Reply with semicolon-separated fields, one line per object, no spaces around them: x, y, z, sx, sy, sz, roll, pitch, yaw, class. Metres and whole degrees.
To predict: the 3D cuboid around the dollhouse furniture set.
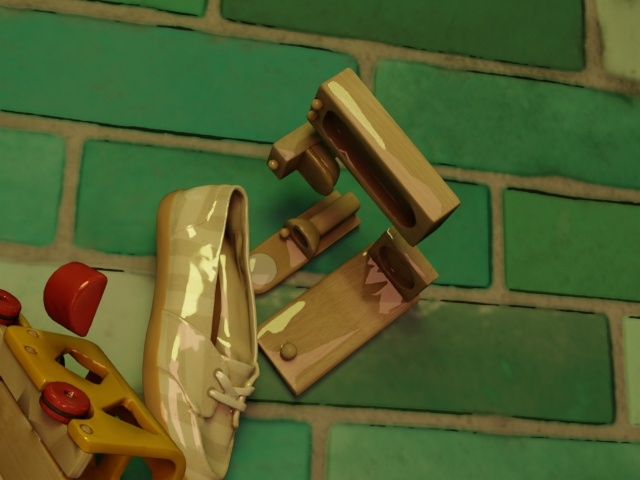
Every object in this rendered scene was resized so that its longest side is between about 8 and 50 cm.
0.000;0.000;0.656;0.123;0.151;0.144;-36;82;-21;dollhouse furniture set

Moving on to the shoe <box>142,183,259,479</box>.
-0.076;0.062;0.651;0.058;0.076;0.219;-11;70;21;shoe

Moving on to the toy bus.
-0.171;0.108;0.600;0.104;0.191;0.202;21;60;-49;toy bus
